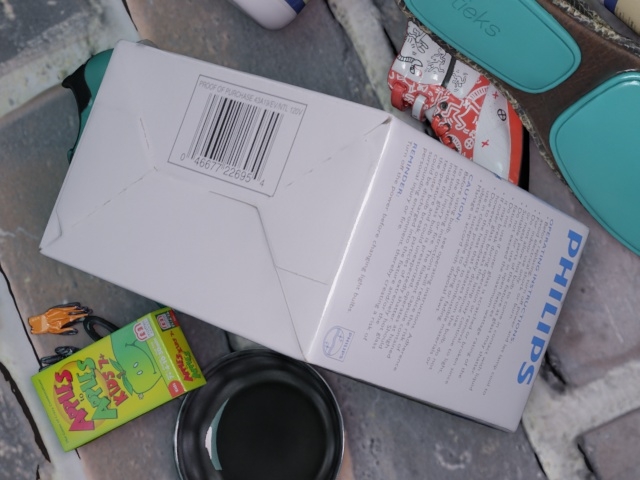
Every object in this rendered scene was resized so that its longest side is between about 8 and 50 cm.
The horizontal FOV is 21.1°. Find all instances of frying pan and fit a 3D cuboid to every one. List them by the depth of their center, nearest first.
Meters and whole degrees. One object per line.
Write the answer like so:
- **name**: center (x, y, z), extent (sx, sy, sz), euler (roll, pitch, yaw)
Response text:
- **frying pan**: center (-0.122, 0.204, 1.853), extent (0.326, 0.053, 0.197), euler (9, 85, 22)

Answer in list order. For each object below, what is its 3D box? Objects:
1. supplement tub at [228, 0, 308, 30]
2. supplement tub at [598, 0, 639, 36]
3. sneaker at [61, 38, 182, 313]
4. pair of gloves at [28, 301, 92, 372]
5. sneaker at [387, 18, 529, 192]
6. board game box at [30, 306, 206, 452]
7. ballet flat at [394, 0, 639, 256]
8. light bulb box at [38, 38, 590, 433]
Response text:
- **supplement tub**: center (-0.032, -0.410, 1.800), extent (0.235, 0.235, 0.325), euler (40, 93, 12)
- **supplement tub**: center (0.448, -0.237, 1.692), extent (0.316, 0.228, 0.228), euler (43, 93, 12)
- **sneaker**: center (-0.203, -0.060, 1.875), extent (0.121, 0.108, 0.302), euler (-15, 82, 22)
- **pair of gloves**: center (-0.283, 0.113, 1.913), extent (0.074, 0.010, 0.083), euler (-14, 85, 8)
- **sneaker**: center (0.146, -0.120, 1.813), extent (0.145, 0.090, 0.270), euler (0, 81, 12)
- **board game box**: center (-0.218, 0.150, 1.841), extent (0.181, 0.043, 0.092), euler (-28, 85, 29)
- **ballet flat**: center (0.252, -0.180, 1.724), extent (0.164, 0.182, 0.483), euler (-34, 118, 30)
- **light bulb box**: center (0.000, 0.000, 1.635), extent (0.358, 0.361, 0.225), euler (20, 88, 38)
